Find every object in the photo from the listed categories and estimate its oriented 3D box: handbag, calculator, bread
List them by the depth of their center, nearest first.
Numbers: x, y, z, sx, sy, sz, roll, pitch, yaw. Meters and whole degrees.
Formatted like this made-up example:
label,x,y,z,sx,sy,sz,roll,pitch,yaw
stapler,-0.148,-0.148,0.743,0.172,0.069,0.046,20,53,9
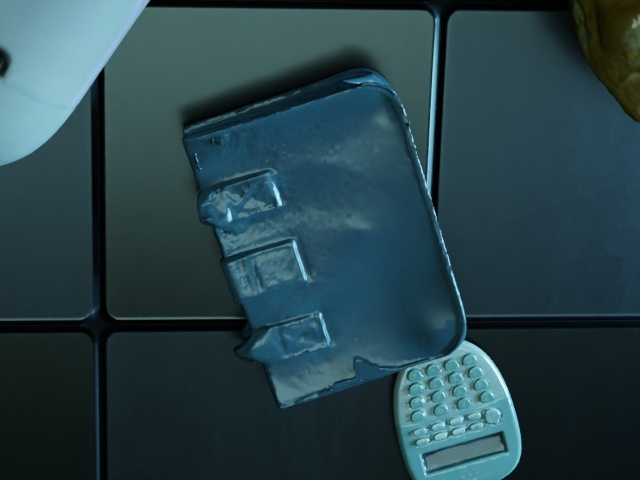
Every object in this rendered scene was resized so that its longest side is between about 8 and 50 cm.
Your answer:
label,x,y,z,sx,sy,sz,roll,pitch,yaw
bread,0.240,-0.181,1.204,0.140,0.143,0.229,-3,106,6
handbag,0.000,0.000,1.274,0.179,0.062,0.229,-18,110,3
calculator,0.108,0.149,1.353,0.095,0.021,0.153,-16,109,0

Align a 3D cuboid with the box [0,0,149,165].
label,x,y,z,sx,sy,sz,roll,pitch,yaw
box,-0.227,-0.232,1.110,0.289,0.141,0.349,31,103,-29
